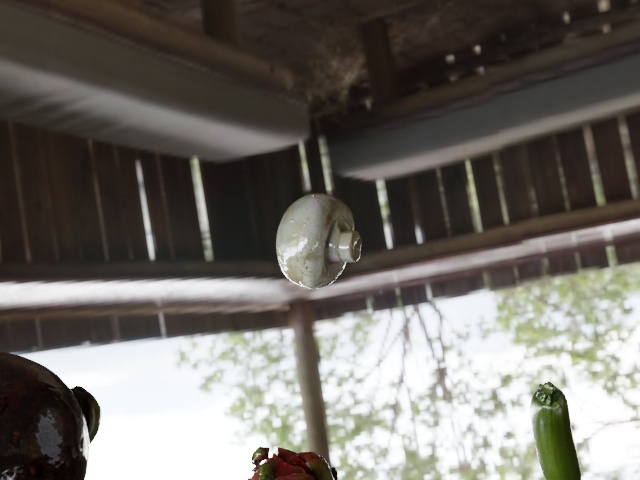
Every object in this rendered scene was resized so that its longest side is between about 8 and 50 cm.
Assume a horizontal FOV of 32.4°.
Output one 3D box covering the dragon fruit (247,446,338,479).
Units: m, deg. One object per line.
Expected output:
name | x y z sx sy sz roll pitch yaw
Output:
dragon fruit | -0.041 0.331 1.302 0.166 0.160 0.172 -47 -169 33

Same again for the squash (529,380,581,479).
squash | 0.378 0.320 1.779 0.069 0.258 0.069 -12 -148 8

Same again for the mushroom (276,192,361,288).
mushroom | 0.000 0.000 0.936 0.067 0.083 0.083 4 180 24

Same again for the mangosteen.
mangosteen | -0.445 0.293 1.539 0.288 0.288 0.288 -9 174 -1
